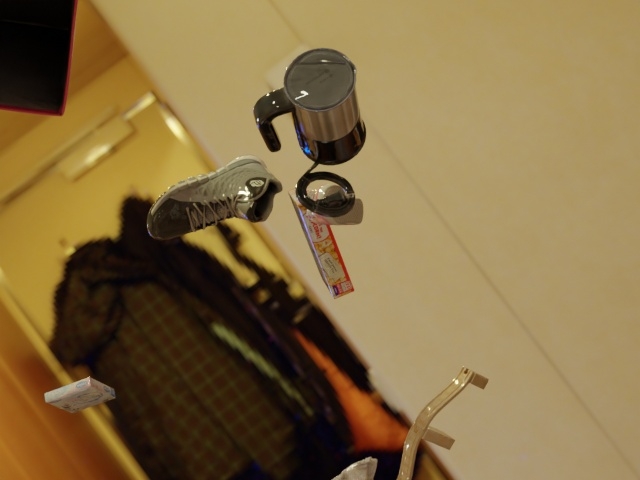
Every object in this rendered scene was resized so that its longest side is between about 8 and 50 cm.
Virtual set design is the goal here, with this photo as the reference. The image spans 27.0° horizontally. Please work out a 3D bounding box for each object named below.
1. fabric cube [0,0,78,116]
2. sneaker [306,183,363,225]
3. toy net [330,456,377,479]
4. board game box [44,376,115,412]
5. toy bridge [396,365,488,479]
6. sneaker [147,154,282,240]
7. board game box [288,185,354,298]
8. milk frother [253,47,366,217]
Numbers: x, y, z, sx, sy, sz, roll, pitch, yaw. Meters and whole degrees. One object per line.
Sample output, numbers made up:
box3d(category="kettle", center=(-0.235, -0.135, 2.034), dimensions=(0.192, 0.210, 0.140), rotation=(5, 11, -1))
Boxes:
box3d(category="fabric cube", center=(-0.446, -0.348, 1.762), dimensions=(0.258, 0.259, 0.254), rotation=(-100, 19, -53))
box3d(category="sneaker", center=(0.003, -0.045, 1.753), dimensions=(0.070, 0.051, 0.134), rotation=(5, -5, 22))
box3d(category="toy net", center=(0.020, 0.354, 1.606), dimensions=(0.122, 0.045, 0.232), rotation=(10, -54, -41))
box3d(category="board game box", center=(-0.418, 0.270, 2.319), dimensions=(0.090, 0.020, 0.090), rotation=(-20, -24, 13))
box3d(category="toy bridge", center=(0.137, 0.239, 1.637), dimensions=(0.063, 0.026, 0.188), rotation=(29, -88, -44))
box3d(category="sneaker", center=(-0.162, -0.054, 2.158), dimensions=(0.228, 0.132, 0.086), rotation=(-32, -50, -17))
box3d(category="board game box", center=(0.000, 0.000, 2.509), dimensions=(0.045, 0.194, 0.147), rotation=(-22, 15, -3))
box3d(category="milk frother", center=(0.005, -0.120, 1.540), dimensions=(0.129, 0.143, 0.135), rotation=(-34, -24, -8))
